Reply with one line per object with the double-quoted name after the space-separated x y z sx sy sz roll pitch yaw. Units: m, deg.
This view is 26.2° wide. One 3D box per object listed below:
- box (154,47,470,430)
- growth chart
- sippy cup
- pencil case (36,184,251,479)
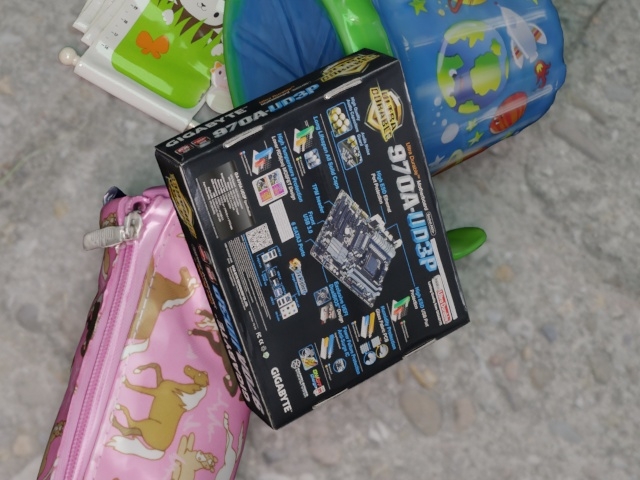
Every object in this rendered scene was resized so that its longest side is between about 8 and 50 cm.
0.000 0.000 0.967 0.175 0.051 0.220 -28 118 -19 "box"
-0.123 -0.214 1.213 0.172 0.021 0.237 21 71 -4 "growth chart"
0.069 -0.149 1.130 0.224 0.305 0.240 -19 49 -26 "sippy cup"
-0.136 0.150 1.022 0.167 0.160 0.386 19 72 -19 "pencil case"
